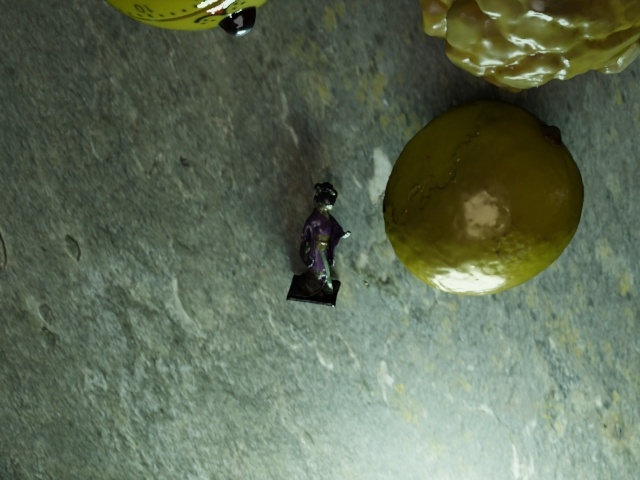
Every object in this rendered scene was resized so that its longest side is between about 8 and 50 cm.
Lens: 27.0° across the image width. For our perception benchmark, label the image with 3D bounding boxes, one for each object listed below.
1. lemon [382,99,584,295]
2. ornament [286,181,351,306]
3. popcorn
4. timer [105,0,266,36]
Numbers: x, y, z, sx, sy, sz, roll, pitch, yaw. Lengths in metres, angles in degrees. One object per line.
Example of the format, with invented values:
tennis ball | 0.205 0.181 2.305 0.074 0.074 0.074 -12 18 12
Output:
lemon | 0.235 -0.059 1.956 0.297 0.297 0.297 4 118 7
ornament | 0.008 0.004 2.133 0.081 0.088 0.203 14 117 1
popcorn | 0.303 -0.384 1.732 0.344 0.354 0.390 21 121 -1
timer | -0.158 -0.436 1.817 0.376 0.376 0.387 -23 155 19
